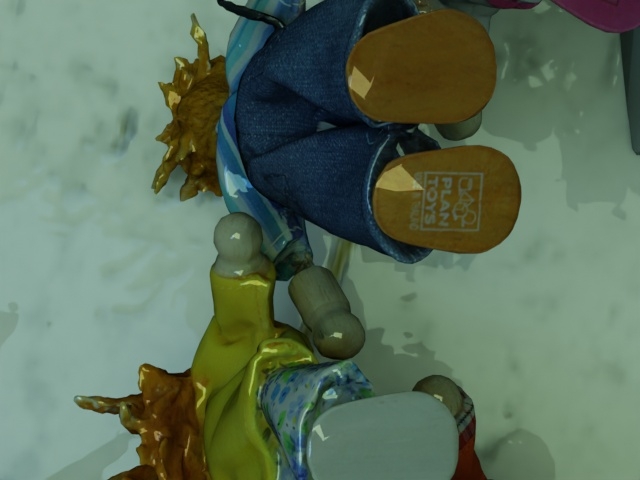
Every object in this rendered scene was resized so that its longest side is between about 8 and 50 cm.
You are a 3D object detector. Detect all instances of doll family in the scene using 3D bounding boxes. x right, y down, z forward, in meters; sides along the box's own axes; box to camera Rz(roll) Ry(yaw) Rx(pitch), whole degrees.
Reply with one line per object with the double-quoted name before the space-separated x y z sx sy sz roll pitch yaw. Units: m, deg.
"doll family" 0.000 0.000 0.461 0.118 0.163 0.263 1 93 -17

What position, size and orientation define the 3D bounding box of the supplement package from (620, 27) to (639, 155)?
"supplement package" 0.148 -0.133 0.401 0.145 0.262 0.204 -4 88 3
